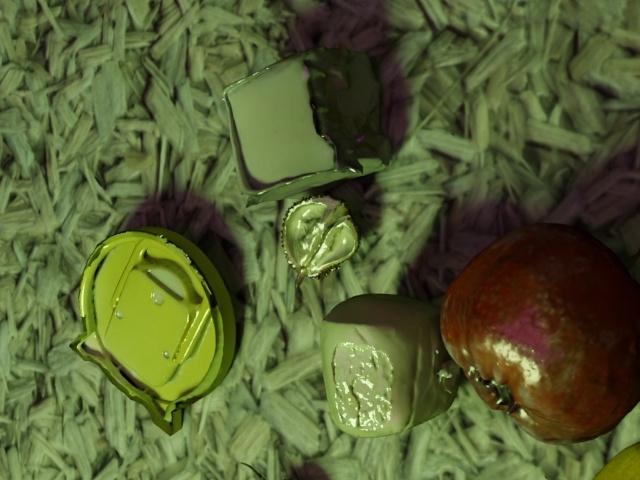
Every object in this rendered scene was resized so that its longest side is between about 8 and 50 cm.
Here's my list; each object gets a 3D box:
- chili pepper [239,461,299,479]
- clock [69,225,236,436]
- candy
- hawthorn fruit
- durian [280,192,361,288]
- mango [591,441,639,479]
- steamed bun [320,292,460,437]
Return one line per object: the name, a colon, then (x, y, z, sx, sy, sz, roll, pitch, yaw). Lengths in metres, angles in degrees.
chili pepper: (-0.049, 0.370, 1.536, 0.192, 0.084, 0.086, 43, 97, 23)
clock: (-0.242, 0.117, 1.681, 0.277, 0.071, 0.293, 43, 122, 16)
candy: (-0.019, -0.145, 1.478, 0.195, 0.137, 0.184, -19, 78, 36)
hawthorn fruit: (0.276, 0.079, 1.235, 0.242, 0.242, 0.272, 35, 70, 31)
durian: (0.003, 0.001, 1.504, 0.110, 0.071, 0.140, 31, 108, 19)
mango: (0.343, 0.362, 1.232, 0.176, 0.119, 0.316, 18, 97, 43)
steamed bun: (0.102, 0.145, 1.342, 0.153, 0.239, 0.170, -5, 89, 23)
